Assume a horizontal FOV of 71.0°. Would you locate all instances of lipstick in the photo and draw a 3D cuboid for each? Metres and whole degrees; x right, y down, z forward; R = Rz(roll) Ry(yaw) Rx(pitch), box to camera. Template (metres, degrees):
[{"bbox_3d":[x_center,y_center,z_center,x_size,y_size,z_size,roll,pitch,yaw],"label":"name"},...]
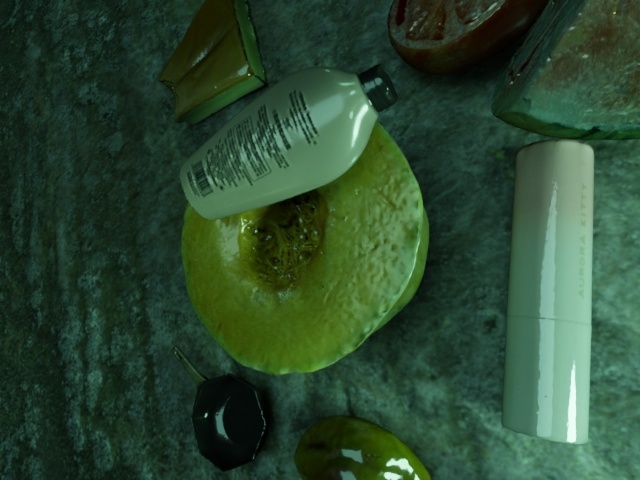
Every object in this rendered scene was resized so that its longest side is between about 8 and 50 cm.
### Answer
[{"bbox_3d":[0.264,0.052,0.519,0.087,0.087,0.327,2,78,26],"label":"lipstick"}]

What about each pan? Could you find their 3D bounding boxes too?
[{"bbox_3d":[-0.143,0.237,0.688,0.128,0.048,0.202,-27,69,16],"label":"pan"}]

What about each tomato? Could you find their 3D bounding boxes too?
[{"bbox_3d":[0.212,-0.330,0.619,0.237,0.095,0.236,-23,53,35],"label":"tomato"}]

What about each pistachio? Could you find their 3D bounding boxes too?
[{"bbox_3d":[0.051,0.282,0.557,0.189,0.100,0.110,19,88,29],"label":"pistachio"}]

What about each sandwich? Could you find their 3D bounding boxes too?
[{"bbox_3d":[-0.226,-0.362,0.866,0.212,0.063,0.245,-22,68,21],"label":"sandwich"}]

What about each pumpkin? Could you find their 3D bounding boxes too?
[{"bbox_3d":[0.000,0.000,0.610,0.332,0.199,0.332,-5,80,30],"label":"pumpkin"}]

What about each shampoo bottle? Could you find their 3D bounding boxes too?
[{"bbox_3d":[-0.037,-0.110,0.494,0.257,0.078,0.127,-24,76,24],"label":"shampoo bottle"}]

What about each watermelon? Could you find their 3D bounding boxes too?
[{"bbox_3d":[0.322,-0.206,0.463,0.262,0.213,0.201,8,124,20],"label":"watermelon"}]
